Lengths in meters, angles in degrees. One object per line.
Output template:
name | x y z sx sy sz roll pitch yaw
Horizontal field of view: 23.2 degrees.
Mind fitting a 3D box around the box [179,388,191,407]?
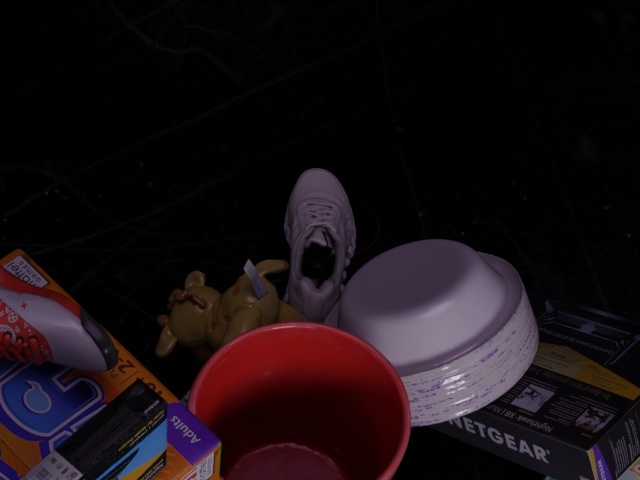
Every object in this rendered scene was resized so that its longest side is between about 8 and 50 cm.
box | -0.161 0.255 2.086 0.094 0.027 0.137 31 56 18

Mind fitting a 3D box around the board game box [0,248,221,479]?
board game box | -0.367 0.310 1.814 0.356 0.356 0.356 -36 64 -28

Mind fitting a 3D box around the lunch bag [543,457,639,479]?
lunch bag | 0.417 0.367 2.012 0.279 0.108 0.224 39 61 23

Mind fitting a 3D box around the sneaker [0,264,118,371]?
sneaker | -0.360 0.104 1.692 0.270 0.090 0.145 30 56 20

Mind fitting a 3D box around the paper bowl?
paper bowl | 0.137 0.106 2.083 0.284 0.148 0.284 -17 30 10

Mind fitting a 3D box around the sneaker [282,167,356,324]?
sneaker | 0.000 0.000 2.245 0.110 0.118 0.292 2 51 -2

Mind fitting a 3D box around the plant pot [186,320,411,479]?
plant pot | -0.033 0.277 1.947 0.275 0.243 0.275 3 52 -3

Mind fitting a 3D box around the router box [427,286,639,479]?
router box | 0.315 0.191 2.068 0.243 0.081 0.309 -37 35 -29

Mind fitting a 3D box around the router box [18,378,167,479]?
router box | -0.231 0.238 1.573 0.046 0.133 0.179 37 58 20

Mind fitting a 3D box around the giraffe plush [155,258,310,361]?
giraffe plush | -0.132 0.120 2.116 0.170 0.210 0.181 -2 23 33
